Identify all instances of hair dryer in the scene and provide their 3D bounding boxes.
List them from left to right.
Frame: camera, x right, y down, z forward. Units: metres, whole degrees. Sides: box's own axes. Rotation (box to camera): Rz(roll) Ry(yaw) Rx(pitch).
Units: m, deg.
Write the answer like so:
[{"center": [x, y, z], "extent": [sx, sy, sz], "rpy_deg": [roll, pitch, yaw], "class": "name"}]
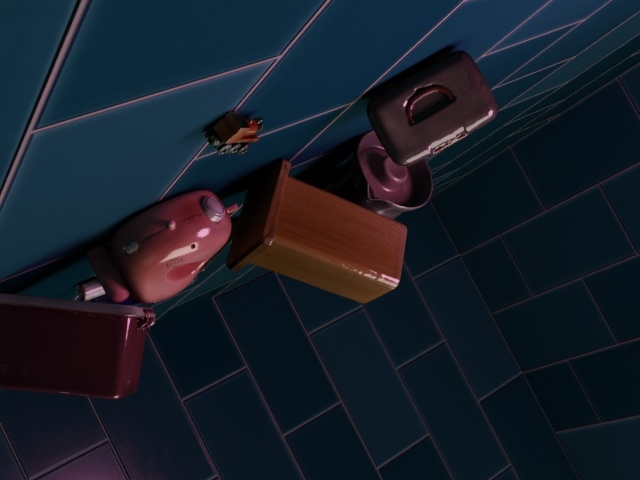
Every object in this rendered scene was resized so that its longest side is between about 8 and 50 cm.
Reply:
[{"center": [-0.416, 0.082, 1.924], "extent": [0.155, 0.044, 0.183], "rpy_deg": [-25, -172, -37], "class": "hair dryer"}]

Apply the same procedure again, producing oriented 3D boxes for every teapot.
[{"center": [0.087, -0.088, 2.047], "extent": [0.344, 0.253, 0.300], "rpy_deg": [-39, -176, 47], "class": "teapot"}]

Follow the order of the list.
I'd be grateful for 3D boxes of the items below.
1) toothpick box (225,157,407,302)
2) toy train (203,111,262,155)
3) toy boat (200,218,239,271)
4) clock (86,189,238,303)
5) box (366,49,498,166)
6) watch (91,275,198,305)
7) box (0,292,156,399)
[{"center": [0.000, 0.000, 1.804], "extent": [0.308, 0.190, 0.187], "rpy_deg": [22, 151, -20], "class": "toothpick box"}, {"center": [-0.119, -0.154, 1.286], "extent": [0.064, 0.044, 0.103], "rpy_deg": [-41, 170, 23], "class": "toy train"}, {"center": [-0.232, 0.008, 2.107], "extent": [0.093, 0.055, 0.293], "rpy_deg": [-33, -176, 32], "class": "toy boat"}, {"center": [-0.261, 0.006, 1.640], "extent": [0.241, 0.142, 0.227], "rpy_deg": [-34, 173, 30], "class": "clock"}, {"center": [0.195, -0.234, 1.591], "extent": [0.210, 0.148, 0.129], "rpy_deg": [-29, -173, 12], "class": "box"}, {"center": [-0.397, 0.089, 2.273], "extent": [0.276, 0.068, 0.274], "rpy_deg": [-29, 170, 23], "class": "watch"}, {"center": [-0.451, 0.186, 1.605], "extent": [0.294, 0.167, 0.193], "rpy_deg": [5, 173, 1], "class": "box"}]
